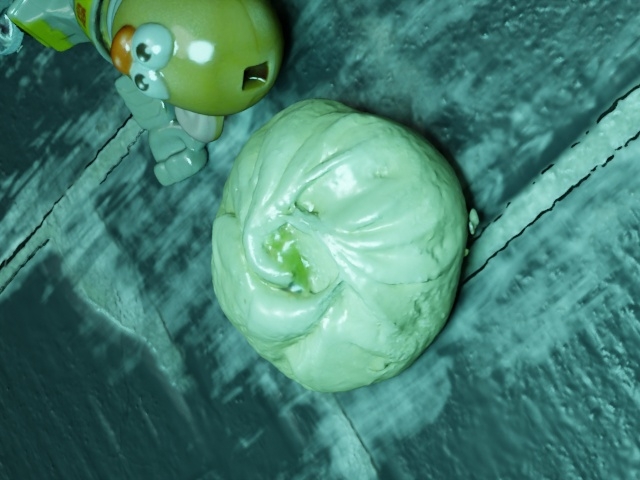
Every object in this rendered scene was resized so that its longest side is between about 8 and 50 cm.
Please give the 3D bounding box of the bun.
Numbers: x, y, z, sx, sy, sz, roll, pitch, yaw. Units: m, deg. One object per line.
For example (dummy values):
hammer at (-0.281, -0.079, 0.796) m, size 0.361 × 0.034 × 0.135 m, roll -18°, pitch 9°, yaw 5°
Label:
bun at (0.000, 0.000, 1.334) m, size 0.259 × 0.160 × 0.259 m, roll 3°, pitch 95°, yaw 40°

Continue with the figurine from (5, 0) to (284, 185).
figurine at (-0.149, -0.214, 1.420) m, size 0.285 × 0.342 × 0.167 m, roll 36°, pitch 69°, yaw 26°

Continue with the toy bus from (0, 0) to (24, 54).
toy bus at (-0.461, -0.188, 1.683) m, size 0.330 × 0.144 × 0.152 m, roll -47°, pitch 66°, yaw 29°
